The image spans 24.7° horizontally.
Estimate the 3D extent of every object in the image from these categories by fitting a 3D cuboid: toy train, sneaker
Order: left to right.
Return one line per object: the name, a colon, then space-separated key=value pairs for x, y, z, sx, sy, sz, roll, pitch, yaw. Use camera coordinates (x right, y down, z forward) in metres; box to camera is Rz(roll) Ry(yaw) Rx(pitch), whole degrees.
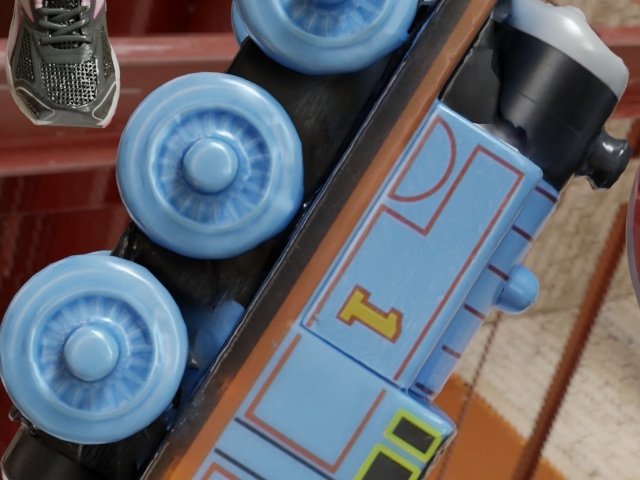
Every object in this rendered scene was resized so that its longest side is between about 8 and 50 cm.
sneaker: x=-0.164 y=-0.153 z=0.902 sx=0.077 sy=0.072 sz=0.178 roll=105 pitch=-25 yaw=-60
toy train: x=0.000 y=0.000 z=0.353 sx=0.184 sy=0.105 sz=0.080 roll=-57 pitch=-176 yaw=-1

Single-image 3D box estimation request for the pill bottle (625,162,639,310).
pill bottle: x=0.139 y=-0.009 z=0.300 sx=0.180 sy=0.108 sz=0.108 roll=128 pitch=-49 yaw=-82
